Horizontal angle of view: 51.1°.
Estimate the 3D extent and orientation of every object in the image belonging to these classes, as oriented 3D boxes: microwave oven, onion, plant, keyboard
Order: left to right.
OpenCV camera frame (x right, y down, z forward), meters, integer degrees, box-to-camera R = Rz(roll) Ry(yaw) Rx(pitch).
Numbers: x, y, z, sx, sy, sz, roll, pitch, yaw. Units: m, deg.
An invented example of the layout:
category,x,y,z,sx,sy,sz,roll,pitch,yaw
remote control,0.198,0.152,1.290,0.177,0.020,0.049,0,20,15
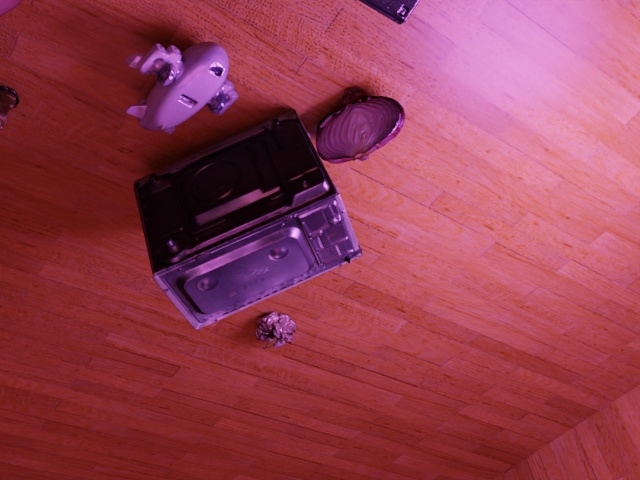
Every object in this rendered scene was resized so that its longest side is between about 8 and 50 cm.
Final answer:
category,x,y,z,sx,sy,sz,roll,pitch,yaw
microwave oven,-0.164,-0.059,1.424,0.394,0.333,0.247,-25,137,0
plant,-0.129,0.265,1.900,0.117,0.122,0.104,6,121,-5
onion,0.090,-0.247,1.465,0.206,0.151,0.098,-16,168,20
keyboard,0.089,-0.497,1.275,0.230,0.025,0.093,22,125,-26

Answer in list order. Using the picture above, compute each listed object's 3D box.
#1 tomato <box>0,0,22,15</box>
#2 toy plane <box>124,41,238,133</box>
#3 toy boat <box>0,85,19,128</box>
category,x,y,z,sx,sy,sz,roll,pitch,yaw
tomato,-0.551,-0.476,0.997,0.322,0.321,0.321,-4,133,-5
toy plane,-0.282,-0.308,1.341,0.245,0.117,0.244,-16,146,-11
toy boat,-0.807,-0.311,1.244,0.446,0.136,0.162,17,123,-21
